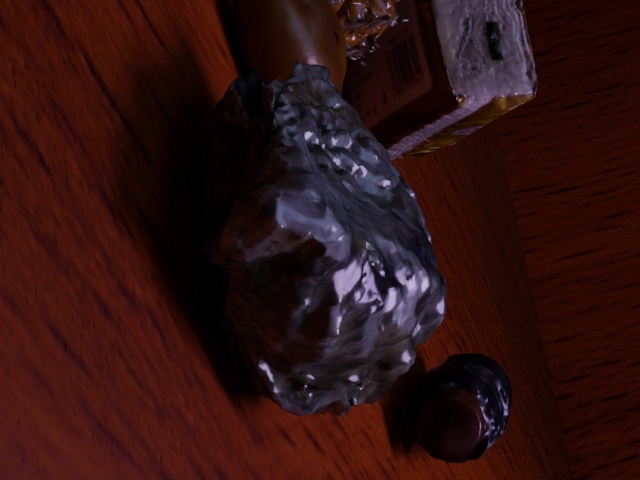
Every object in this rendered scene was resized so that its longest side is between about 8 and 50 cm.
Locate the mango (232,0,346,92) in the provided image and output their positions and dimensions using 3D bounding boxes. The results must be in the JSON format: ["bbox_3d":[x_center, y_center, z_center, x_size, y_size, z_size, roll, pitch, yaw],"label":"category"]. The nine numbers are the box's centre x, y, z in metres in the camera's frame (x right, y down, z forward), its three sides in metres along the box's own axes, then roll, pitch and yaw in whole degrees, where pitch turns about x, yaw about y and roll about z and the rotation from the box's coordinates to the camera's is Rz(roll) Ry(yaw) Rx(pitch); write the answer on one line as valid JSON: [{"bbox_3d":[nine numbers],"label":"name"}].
[{"bbox_3d":[-0.021,-0.126,1.224,0.080,0.060,0.114,-66,145,-50],"label":"mango"}]

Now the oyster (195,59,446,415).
[{"bbox_3d":[0.000,0.000,1.011,0.268,0.112,0.198,-80,154,-61],"label":"oyster"}]

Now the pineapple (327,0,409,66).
[{"bbox_3d":[0.020,-0.209,1.355,0.176,0.137,0.161,59,19,-62],"label":"pineapple"}]

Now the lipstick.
[{"bbox_3d":[0.114,0.137,1.544,0.299,0.081,0.081,-4,79,-81],"label":"lipstick"}]

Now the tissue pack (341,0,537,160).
[{"bbox_3d":[0.075,-0.169,1.497,0.226,0.092,0.183,149,-67,-70],"label":"tissue pack"}]
